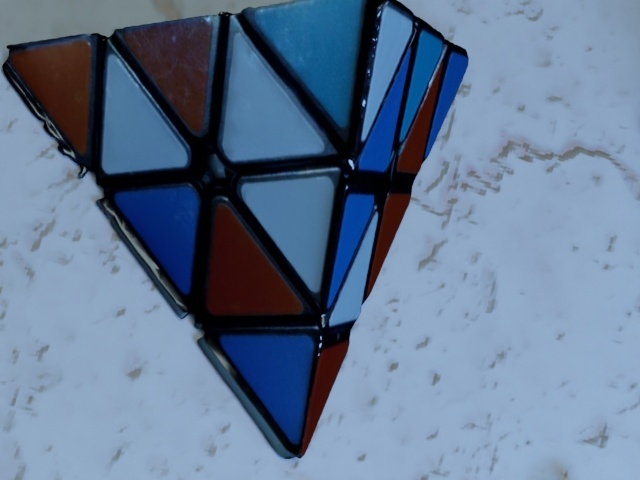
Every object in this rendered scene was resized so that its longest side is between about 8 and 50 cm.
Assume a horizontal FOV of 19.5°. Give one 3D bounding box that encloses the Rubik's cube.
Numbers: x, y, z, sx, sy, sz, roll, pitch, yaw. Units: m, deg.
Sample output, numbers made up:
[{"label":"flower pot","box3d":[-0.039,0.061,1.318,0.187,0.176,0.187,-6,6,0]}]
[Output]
[{"label":"Rubik's cube","box3d":[0.000,0.000,1.025,0.250,0.284,0.234,-3,90,-51]}]
